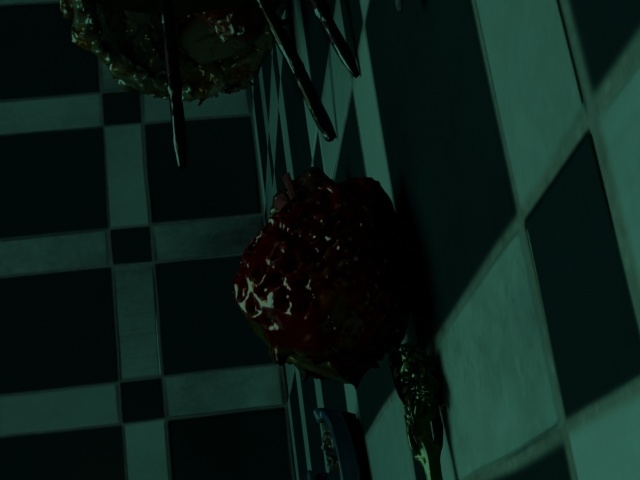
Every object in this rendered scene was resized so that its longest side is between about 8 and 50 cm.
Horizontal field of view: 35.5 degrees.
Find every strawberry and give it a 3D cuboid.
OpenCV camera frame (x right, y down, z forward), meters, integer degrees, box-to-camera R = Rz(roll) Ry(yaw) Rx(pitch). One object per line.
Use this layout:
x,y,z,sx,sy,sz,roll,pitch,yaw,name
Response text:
0.013,0.036,0.946,0.184,0.187,0.201,11,69,53,strawberry

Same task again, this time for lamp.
0.000,0.000,1.220,0.253,0.118,0.118,-107,13,-66,lamp

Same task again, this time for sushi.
-0.241,-0.438,1.772,0.176,0.417,0.418,-171,76,-73,sushi

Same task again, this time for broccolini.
0.107,0.205,0.841,0.057,0.071,0.254,-34,59,34,broccolini

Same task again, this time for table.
-0.070,-0.252,1.278,0.317,0.317,0.249,116,134,-78,table

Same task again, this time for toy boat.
0.020,0.341,1.400,0.100,0.097,0.223,102,161,-61,toy boat

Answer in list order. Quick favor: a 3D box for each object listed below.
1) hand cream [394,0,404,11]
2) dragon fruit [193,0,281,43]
0.039,-0.290,0.860,0.256,0.055,0.088,-107,20,-50,hand cream
-0.151,-0.456,1.577,0.244,0.244,0.299,138,124,-82,dragon fruit
